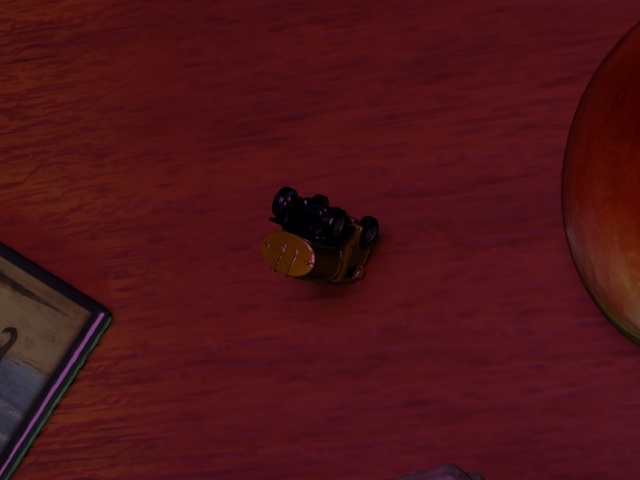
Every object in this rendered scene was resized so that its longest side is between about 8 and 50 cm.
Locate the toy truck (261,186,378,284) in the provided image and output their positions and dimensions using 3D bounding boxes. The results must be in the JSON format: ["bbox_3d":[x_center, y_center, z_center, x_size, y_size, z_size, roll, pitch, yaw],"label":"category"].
[{"bbox_3d":[0.000,0.000,1.277,0.049,0.083,0.054,24,96,25],"label":"toy truck"}]

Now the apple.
[{"bbox_3d":[0.277,-0.053,1.154,0.293,0.163,0.251,7,75,20],"label":"apple"}]

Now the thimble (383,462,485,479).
[{"bbox_3d":[0.047,0.270,1.101,0.291,0.195,0.292,-6,71,17],"label":"thimble"}]

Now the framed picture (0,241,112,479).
[{"bbox_3d":[-0.335,0.136,1.383,0.265,0.016,0.347,30,84,25],"label":"framed picture"}]
